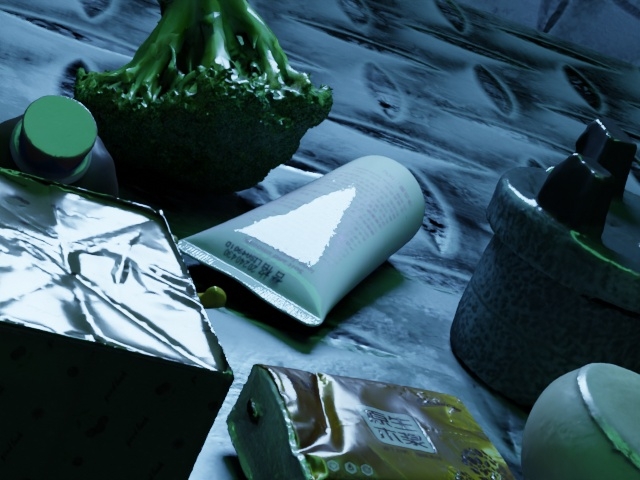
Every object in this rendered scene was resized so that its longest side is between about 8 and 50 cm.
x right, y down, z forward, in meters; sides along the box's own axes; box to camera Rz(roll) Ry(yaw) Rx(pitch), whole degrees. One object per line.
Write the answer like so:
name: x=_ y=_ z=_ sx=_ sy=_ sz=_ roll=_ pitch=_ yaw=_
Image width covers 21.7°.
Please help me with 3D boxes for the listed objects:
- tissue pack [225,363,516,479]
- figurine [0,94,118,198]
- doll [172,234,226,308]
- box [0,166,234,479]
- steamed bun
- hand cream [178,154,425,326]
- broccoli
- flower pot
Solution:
tissue pack: x=0.047 y=0.199 z=1.469 sx=0.226 sy=0.092 sz=0.183 roll=14 pitch=22 yaw=-28
figurine: x=-0.263 y=-0.047 z=1.541 sx=0.161 sy=0.158 sz=0.275 roll=50 pitch=-20 yaw=-11
doll: x=-0.181 y=0.032 z=1.664 sx=0.179 sy=0.102 sz=0.089 roll=26 pitch=-22 yaw=18
box: x=-0.228 y=0.089 z=1.323 sx=0.225 sy=0.190 sz=0.297 roll=15 pitch=22 yaw=-24
steamed bun: x=0.282 y=0.232 z=1.546 sx=0.232 sy=0.145 sz=0.232 roll=32 pitch=23 yaw=-15
hand cream: x=0.000 y=0.000 z=1.910 sx=0.185 sy=0.118 sz=0.358 roll=32 pitch=30 yaw=17
broccoli: x=-0.147 y=-0.188 z=1.995 sx=0.307 sy=0.275 sz=0.308 roll=-5 pitch=16 yaw=2
flower pot: x=0.314 y=0.032 z=1.878 sx=0.299 sy=0.283 sz=0.299 roll=18 pitch=21 yaw=-7
